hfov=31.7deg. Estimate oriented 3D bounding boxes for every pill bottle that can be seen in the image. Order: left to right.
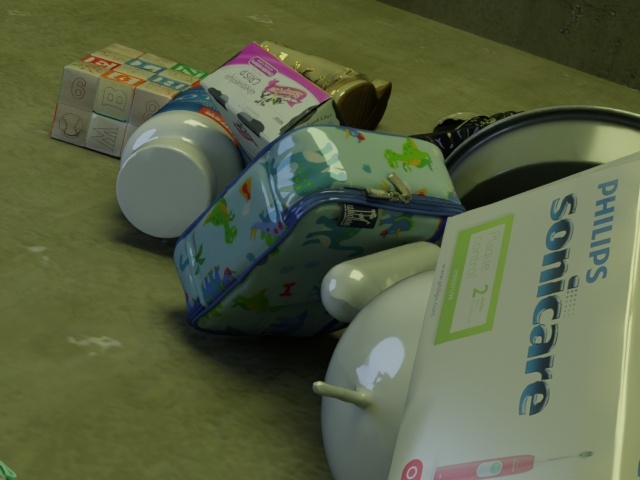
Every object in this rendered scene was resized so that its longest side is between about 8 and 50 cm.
[{"bbox_3d":[-0.131,-0.079,1.143,0.124,0.124,0.221,17,20,0],"label":"pill bottle"}]

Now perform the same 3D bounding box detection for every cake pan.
[{"bbox_3d":[0.219,0.026,0.944,0.293,0.293,0.054,20,41,8],"label":"cake pan"}]

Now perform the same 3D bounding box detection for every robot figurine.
[{"bbox_3d":[0.136,0.105,0.761,0.300,0.200,0.353,38,27,26],"label":"robot figurine"}]

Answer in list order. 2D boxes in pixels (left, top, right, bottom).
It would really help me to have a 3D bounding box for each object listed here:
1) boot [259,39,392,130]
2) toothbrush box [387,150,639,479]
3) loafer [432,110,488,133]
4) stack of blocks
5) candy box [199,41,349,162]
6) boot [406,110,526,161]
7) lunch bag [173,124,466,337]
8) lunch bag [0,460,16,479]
[{"bbox_3d":[-0.018,-0.223,1.642,0.203,0.095,0.262,21,19,11],"label":"boot"},{"bbox_3d":[0.171,0.130,0.537,0.283,0.122,0.206,41,49,-31],"label":"toothbrush box"},{"bbox_3d":[0.266,-0.117,1.599,0.268,0.102,0.092,21,20,38],"label":"loafer"},{"bbox_3d":[-0.144,-0.138,1.337,0.297,0.087,0.171,18,20,4],"label":"stack of blocks"},{"bbox_3d":[-0.004,-0.059,1.064,0.159,0.071,0.233,43,-11,50],"label":"candy box"},{"bbox_3d":[0.233,-0.084,1.322,0.347,0.131,0.260,7,11,38],"label":"boot"},{"bbox_3d":[0.000,0.000,0.910,0.176,0.219,0.090,6,56,-39],"label":"lunch bag"},{"bbox_3d":[-0.290,0.093,0.515,0.262,0.160,0.223,6,21,-44],"label":"lunch bag"}]
